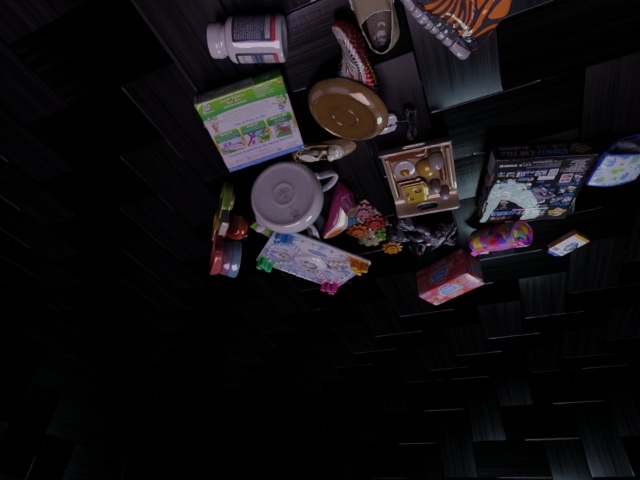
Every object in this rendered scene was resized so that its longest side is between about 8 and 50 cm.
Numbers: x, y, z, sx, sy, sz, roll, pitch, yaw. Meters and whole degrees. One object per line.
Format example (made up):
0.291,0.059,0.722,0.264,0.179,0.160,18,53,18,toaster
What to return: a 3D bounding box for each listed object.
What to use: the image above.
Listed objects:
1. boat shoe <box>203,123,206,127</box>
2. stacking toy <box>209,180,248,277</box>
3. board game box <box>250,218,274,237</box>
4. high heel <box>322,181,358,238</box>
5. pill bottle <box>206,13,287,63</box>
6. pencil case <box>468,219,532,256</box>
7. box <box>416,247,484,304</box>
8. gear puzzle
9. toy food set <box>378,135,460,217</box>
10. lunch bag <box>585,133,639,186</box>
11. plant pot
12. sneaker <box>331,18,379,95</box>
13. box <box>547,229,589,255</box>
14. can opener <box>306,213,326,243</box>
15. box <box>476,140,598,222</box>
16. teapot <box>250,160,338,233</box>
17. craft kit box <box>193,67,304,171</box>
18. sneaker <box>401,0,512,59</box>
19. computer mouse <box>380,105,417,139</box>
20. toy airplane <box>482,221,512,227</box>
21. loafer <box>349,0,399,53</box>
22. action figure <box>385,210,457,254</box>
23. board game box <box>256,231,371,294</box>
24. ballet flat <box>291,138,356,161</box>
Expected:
-0.321,-0.357,1.236,0.059,0.063,0.170,8,143,15,boat shoe
-0.304,-0.039,1.476,0.130,0.309,0.280,9,133,-20,stacking toy
-0.143,-0.093,1.576,0.124,0.039,0.259,31,137,-30,board game box
0.051,-0.101,1.505,0.082,0.117,0.244,-15,158,-27,high heel
-0.175,-0.487,1.007,0.179,0.108,0.108,1,142,4,pill bottle
0.644,-0.005,1.503,0.104,0.105,0.236,17,164,-16,pencil case
0.544,0.159,1.766,0.122,0.128,0.256,27,137,-28,box
0.203,-0.025,1.625,0.175,0.044,0.339,-25,134,32,gear puzzle
0.329,-0.194,1.355,0.219,0.093,0.306,-10,140,17,toy food set
0.882,-0.232,1.239,0.151,0.096,0.129,-17,142,-9,lunch bag
0.071,-0.350,1.154,0.236,0.033,0.236,19,161,7,plant pot
0.076,-0.445,1.058,0.092,0.088,0.225,-9,139,24,sneaker
0.960,0.014,1.624,0.081,0.028,0.136,22,141,-22,box
0.000,0.000,1.642,0.093,0.074,0.280,-35,148,-12,can opener
0.687,-0.181,1.358,0.295,0.074,0.293,-2,143,8,box
-0.094,-0.135,1.383,0.255,0.253,0.187,13,175,14,teapot
-0.196,-0.337,1.199,0.249,0.061,0.247,-17,143,1,craft kit box
0.286,-0.539,0.885,0.320,0.125,0.180,10,140,-42,sneaker
0.188,-0.339,1.221,0.192,0.042,0.106,-1,143,7,computer mouse
0.694,-0.051,1.561,0.151,0.028,0.151,4,142,3,toy airplane
0.117,-0.539,0.926,0.101,0.092,0.268,-15,138,23,loafer
0.391,-0.018,1.578,0.284,0.099,0.185,13,135,-17,action figure
-0.048,0.101,1.708,0.389,0.051,0.390,20,153,-12,board game box
0.009,-0.273,1.301,0.206,0.067,0.073,-5,139,10,ballet flat
